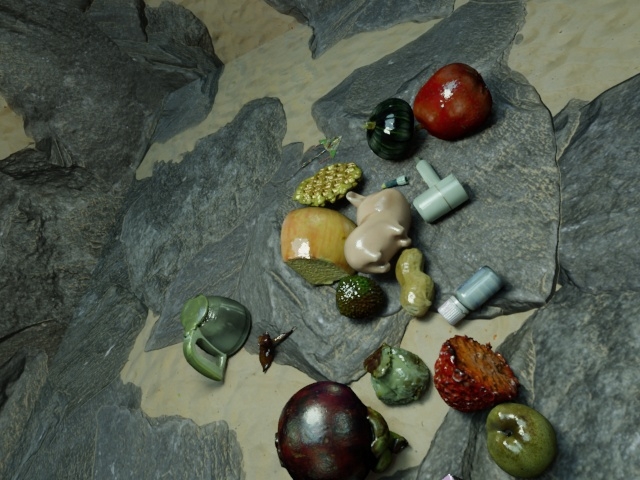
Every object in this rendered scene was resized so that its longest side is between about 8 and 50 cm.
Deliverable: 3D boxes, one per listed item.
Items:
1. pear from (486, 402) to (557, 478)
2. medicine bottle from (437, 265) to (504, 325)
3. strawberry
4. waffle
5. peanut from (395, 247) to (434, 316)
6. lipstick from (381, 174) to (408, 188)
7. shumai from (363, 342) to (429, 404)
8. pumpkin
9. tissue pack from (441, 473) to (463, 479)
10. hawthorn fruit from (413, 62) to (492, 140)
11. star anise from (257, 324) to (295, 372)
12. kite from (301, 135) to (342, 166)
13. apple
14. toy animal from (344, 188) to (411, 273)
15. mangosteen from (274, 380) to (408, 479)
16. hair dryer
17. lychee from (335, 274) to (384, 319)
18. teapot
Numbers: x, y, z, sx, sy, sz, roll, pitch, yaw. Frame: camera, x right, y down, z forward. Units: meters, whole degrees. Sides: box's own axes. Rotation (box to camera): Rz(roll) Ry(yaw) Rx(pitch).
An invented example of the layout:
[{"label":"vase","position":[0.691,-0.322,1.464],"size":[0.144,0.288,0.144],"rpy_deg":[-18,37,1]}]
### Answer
[{"label":"pear","position":[0.476,0.477,1.136],"size":[0.167,0.136,0.167],"rpy_deg":[-26,44,28]},{"label":"medicine bottle","position":[0.448,0.167,1.426],"size":[0.203,0.083,0.083],"rpy_deg":[-41,43,5]},{"label":"strawberry","position":[0.387,0.375,1.257],"size":[0.178,0.234,0.234],"rpy_deg":[-62,38,23]},{"label":"waffle","position":[0.035,-0.237,2.000],"size":[0.302,0.068,0.325],"rpy_deg":[-38,32,-22]},{"label":"peanut","position":[0.306,0.131,1.559],"size":[0.117,0.101,0.263],"rpy_deg":[-9,48,3]},{"label":"lipstick","position":[0.290,-0.228,1.883],"size":[0.116,0.037,0.037],"rpy_deg":[-12,53,37]},{"label":"shumai","position":[0.220,0.386,1.407],"size":[0.184,0.142,0.184],"rpy_deg":[-24,47,28]},{"label":"pumpkin","position":[0.273,-0.444,1.900],"size":[0.250,0.216,0.249],"rpy_deg":[-177,90,-75]},{"label":"tissue pack","position":[0.336,0.703,1.115],"size":[0.148,0.092,0.246],"rpy_deg":[-41,42,5]},{"label":"hawthorn fruit","position":[0.480,-0.507,1.787],"size":[0.307,0.265,0.265],"rpy_deg":[-29,45,31]},{"label":"star anise","position":[-0.170,0.389,1.790],"size":[0.158,0.144,0.140],"rpy_deg":[-107,23,-50]},{"label":"kite","position":[0.010,-0.420,2.268],"size":[0.244,0.006,0.198],"rpy_deg":[-37,44,11]},{"label":"apple","position":[0.000,0.000,1.832],"size":[0.314,0.252,0.309],"rpy_deg":[11,58,-7]},{"label":"toy animal","position":[0.199,-0.032,1.662],"size":[0.326,0.237,0.269],"rpy_deg":[-43,43,-16]},{"label":"mangosteen","position":[0.052,0.543,1.337],"size":[0.360,0.306,0.306],"rpy_deg":[-13,44,-10]},{"label":"hair dryer","position":[0.401,-0.220,1.761],"size":[0.173,0.107,0.357],"rpy_deg":[-33,36,15]},{"label":"lychee","position":[0.132,0.190,1.621],"size":[0.171,0.171,0.171],"rpy_deg":[-21,49,26]},{"label":"teapot","position":[-0.454,0.360,1.894],"size":[0.240,0.239,0.321],"rpy_deg":[6,65,42]}]
